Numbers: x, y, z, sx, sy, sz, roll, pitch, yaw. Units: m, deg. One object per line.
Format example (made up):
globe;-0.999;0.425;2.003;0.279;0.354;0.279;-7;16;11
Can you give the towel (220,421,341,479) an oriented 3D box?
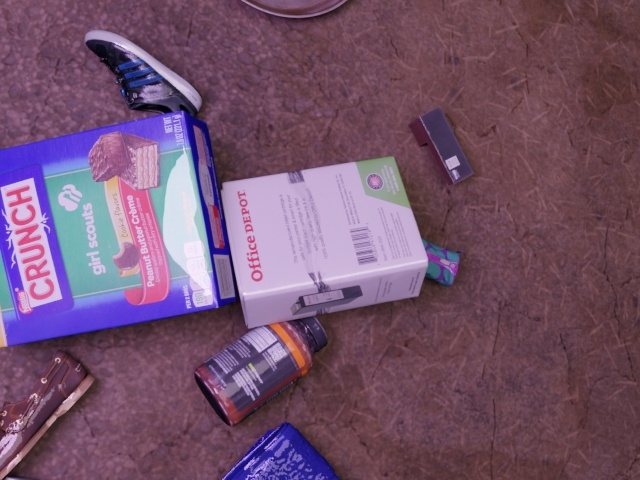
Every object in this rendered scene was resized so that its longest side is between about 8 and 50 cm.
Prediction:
towel;-0.033;0.458;1.190;0.227;0.076;0.308;-43;98;-11

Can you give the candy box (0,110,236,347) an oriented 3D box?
candy box;-0.299;-0.013;1.074;0.317;0.122;0.268;-11;87;8

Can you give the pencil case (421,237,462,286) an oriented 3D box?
pencil case;0.160;0.021;1.306;0.151;0.070;0.065;24;76;-13

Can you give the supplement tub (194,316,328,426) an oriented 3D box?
supplement tub;-0.085;0.185;1.186;0.197;0.106;0.106;-33;94;-19

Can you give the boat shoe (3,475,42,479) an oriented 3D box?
boat shoe;-0.342;0.396;1.087;0.227;0.079;0.081;27;71;-16

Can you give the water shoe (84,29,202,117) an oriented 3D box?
water shoe;-0.280;-0.243;1.195;0.203;0.073;0.080;32;77;-11

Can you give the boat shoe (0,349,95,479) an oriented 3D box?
boat shoe;-0.411;0.247;1.088;0.073;0.073;0.207;46;62;-15

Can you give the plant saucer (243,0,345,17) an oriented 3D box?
plant saucer;-0.064;-0.517;1.314;0.310;0.050;0.311;2;82;-17

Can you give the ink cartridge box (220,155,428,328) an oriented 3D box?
ink cartridge box;0.000;0.000;1.176;0.272;0.115;0.199;-10;61;-8

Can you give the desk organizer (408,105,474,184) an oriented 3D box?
desk organizer;0.208;-0.160;1.355;0.047;0.050;0.130;-29;92;-19
